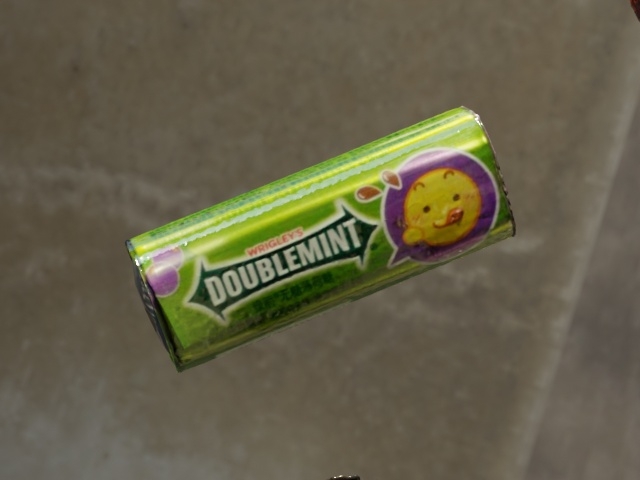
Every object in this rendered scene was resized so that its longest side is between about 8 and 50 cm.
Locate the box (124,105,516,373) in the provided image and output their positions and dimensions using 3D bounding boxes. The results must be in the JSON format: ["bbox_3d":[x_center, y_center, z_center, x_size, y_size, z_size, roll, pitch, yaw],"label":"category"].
[{"bbox_3d":[0.000,0.000,1.682,0.097,0.345,0.134,-127,-163,-66],"label":"box"}]

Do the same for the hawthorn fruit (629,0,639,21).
[{"bbox_3d":[0.394,-0.307,1.806,0.205,0.253,0.205,-5,-13,-1],"label":"hawthorn fruit"}]

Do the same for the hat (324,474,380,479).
[{"bbox_3d":[-0.020,0.258,0.979,0.209,0.238,0.336,-13,35,-36],"label":"hat"}]
